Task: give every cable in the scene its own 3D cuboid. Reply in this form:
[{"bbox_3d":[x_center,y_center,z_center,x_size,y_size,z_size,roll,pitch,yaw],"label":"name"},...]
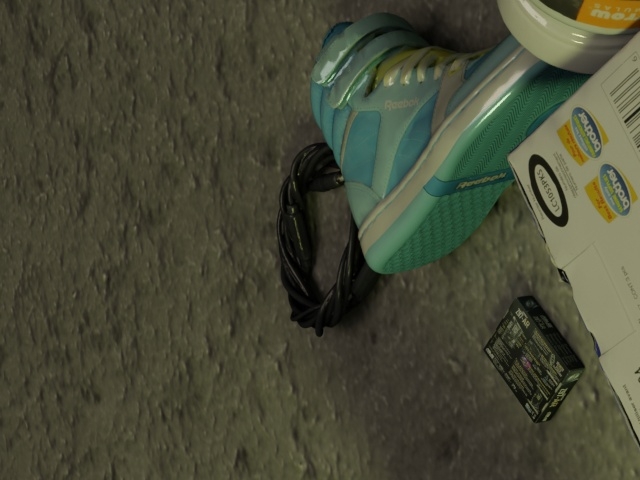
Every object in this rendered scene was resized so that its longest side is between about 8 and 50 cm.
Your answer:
[{"bbox_3d":[0.000,0.000,1.786,0.150,0.047,0.184,57,137,31],"label":"cable"}]

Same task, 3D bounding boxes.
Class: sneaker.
[{"bbox_3d":[0.090,-0.134,1.575,0.319,0.127,0.208,-49,59,45],"label":"sneaker"}]

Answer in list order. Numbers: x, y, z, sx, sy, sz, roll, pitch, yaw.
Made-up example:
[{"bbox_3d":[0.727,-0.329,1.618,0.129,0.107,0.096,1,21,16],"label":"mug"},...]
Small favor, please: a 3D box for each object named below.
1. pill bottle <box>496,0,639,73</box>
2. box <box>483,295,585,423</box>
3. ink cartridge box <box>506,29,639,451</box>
[{"bbox_3d":[0.204,-0.235,1.279,0.278,0.162,0.162,103,146,-63],"label":"pill bottle"},{"bbox_3d":[0.174,0.097,1.589,0.083,0.018,0.067,56,136,32],"label":"box"},{"bbox_3d":[0.294,-0.020,1.293,0.395,0.151,0.270,-45,60,46],"label":"ink cartridge box"}]
